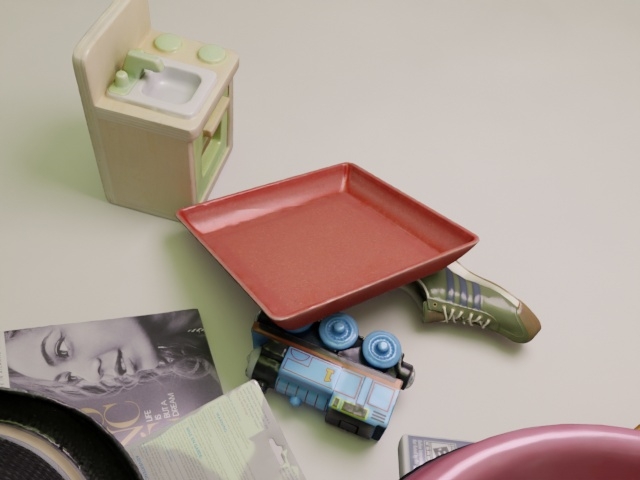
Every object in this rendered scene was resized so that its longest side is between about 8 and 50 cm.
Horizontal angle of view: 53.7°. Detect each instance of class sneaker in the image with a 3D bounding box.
[{"bbox_3d":[0.154,0.075,0.746,0.192,0.064,0.086,38,65,20],"label":"sneaker"}]

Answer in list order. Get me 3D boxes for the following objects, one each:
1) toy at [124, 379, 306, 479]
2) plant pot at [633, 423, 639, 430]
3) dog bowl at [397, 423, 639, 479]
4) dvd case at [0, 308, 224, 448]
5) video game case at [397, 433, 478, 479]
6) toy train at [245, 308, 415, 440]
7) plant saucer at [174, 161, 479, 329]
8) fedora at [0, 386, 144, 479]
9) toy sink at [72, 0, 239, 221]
[{"bbox_3d":[-0.136,0.244,0.571,0.237,0.056,0.137,-25,79,-17],"label":"toy"},{"bbox_3d":[0.408,0.228,0.592,0.188,0.205,0.205,-18,57,-38],"label":"plant pot"},{"bbox_3d":[0.146,0.269,0.281,0.408,0.150,0.408,4,45,-4],"label":"dog bowl"},{"bbox_3d":[-0.209,0.150,0.629,0.221,0.018,0.164,-5,53,-29],"label":"dvd case"},{"bbox_3d":[0.150,0.237,0.444,0.184,0.023,0.201,7,40,-3],"label":"video game case"},{"bbox_3d":[0.005,0.133,0.669,0.184,0.080,0.105,21,59,8],"label":"toy train"},{"bbox_3d":[0.000,0.000,0.729,0.258,0.047,0.259,-19,36,-27],"label":"plant saucer"},{"bbox_3d":[-0.252,0.267,0.409,0.334,0.152,0.334,3,80,-16],"label":"fedora"},{"bbox_3d":[-0.182,-0.157,0.760,0.131,0.234,0.152,15,52,4],"label":"toy sink"}]
